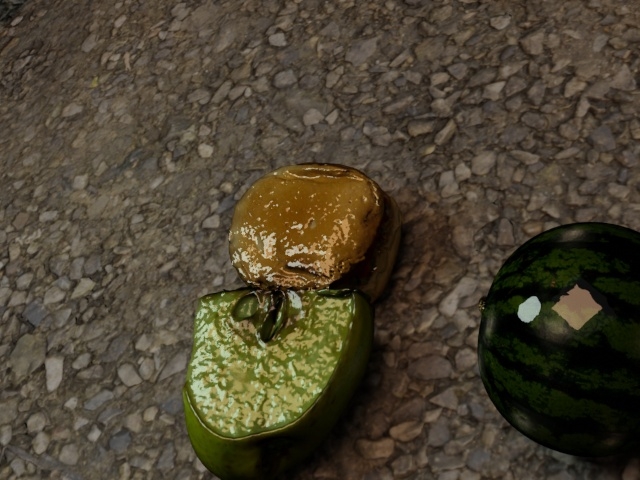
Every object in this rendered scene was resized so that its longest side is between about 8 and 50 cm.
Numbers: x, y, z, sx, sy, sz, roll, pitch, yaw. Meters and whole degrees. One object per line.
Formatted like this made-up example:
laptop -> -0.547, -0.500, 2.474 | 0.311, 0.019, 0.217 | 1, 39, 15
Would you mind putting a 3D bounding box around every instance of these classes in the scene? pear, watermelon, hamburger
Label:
pear -> -0.047, 0.197, 1.398 | 0.238, 0.164, 0.255 | -3, 57, 15
watermelon -> 0.301, 0.107, 1.206 | 0.269, 0.269, 0.269 | -16, 48, 18
hamburger -> 0.000, 0.000, 1.531 | 0.244, 0.163, 0.244 | -12, 56, 18
